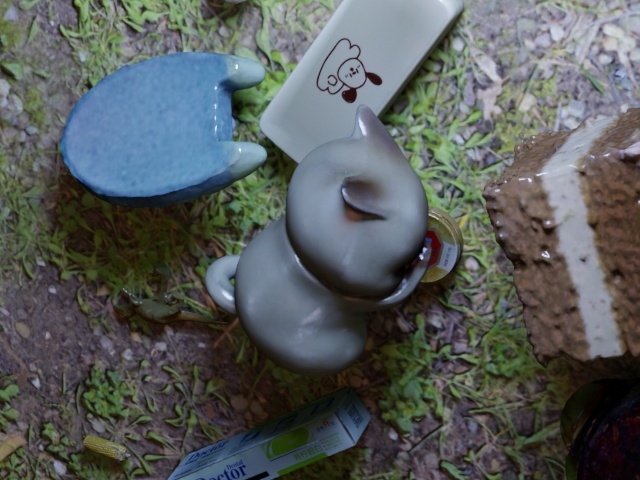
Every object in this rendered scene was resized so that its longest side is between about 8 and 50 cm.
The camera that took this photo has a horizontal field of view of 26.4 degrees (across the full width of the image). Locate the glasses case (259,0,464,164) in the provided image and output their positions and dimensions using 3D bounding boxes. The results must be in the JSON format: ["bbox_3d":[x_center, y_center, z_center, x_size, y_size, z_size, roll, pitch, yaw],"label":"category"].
[{"bbox_3d":[0.050,-0.230,1.807,0.131,0.070,0.313,41,119,4],"label":"glasses case"}]

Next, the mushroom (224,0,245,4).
[{"bbox_3d":[-0.114,-0.356,1.833,0.083,0.067,0.084,-6,71,19],"label":"mushroom"}]

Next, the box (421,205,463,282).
[{"bbox_3d":[0.143,0.005,1.875,0.105,0.037,0.106,8,111,20],"label":"box"}]

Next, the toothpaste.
[{"bbox_3d":[-0.081,0.318,2.061,0.336,0.081,0.067,-27,101,29],"label":"toothpaste"}]

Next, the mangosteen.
[{"bbox_3d":[0.460,0.286,1.728,0.300,0.300,0.300,8,112,20],"label":"mangosteen"}]

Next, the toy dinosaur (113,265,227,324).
[{"bbox_3d":[-0.234,0.115,2.078,0.162,0.039,0.126,38,129,0],"label":"toy dinosaur"}]

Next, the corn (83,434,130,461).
[{"bbox_3d":[-0.346,0.337,2.208,0.083,0.028,0.027,17,94,17],"label":"corn"}]

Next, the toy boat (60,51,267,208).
[{"bbox_3d":[-0.207,-0.147,1.912,0.329,0.123,0.215,-12,74,27],"label":"toy boat"}]

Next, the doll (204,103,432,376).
[{"bbox_3d":[0.015,0.023,1.805,0.226,0.215,0.370,33,133,-11],"label":"doll"}]

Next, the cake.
[{"bbox_3d":[0.387,-0.013,1.644,0.290,0.255,0.282,-9,106,29],"label":"cake"}]
